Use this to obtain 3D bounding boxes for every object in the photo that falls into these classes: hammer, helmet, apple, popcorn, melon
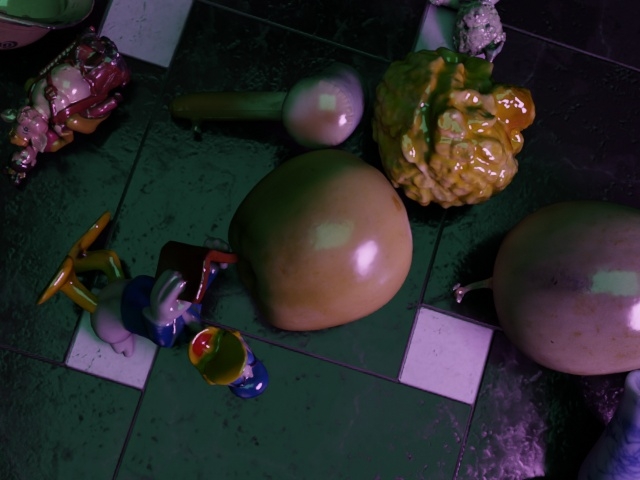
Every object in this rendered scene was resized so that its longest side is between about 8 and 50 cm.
[{"bbox_3d":[-0.086,-0.201,1.249,0.305,0.202,0.113,0,107,12],"label":"hammer"},{"bbox_3d":[-0.481,-0.348,1.237,0.258,0.137,0.204,29,41,-8],"label":"helmet"},{"bbox_3d":[0.000,0.000,1.161,0.262,0.262,0.262,1,81,-5],"label":"apple"},{"bbox_3d":[0.194,-0.183,1.244,0.237,0.206,0.251,16,62,14],"label":"popcorn"},{"bbox_3d":[0.386,0.068,1.188,0.308,0.272,0.271,22,79,30],"label":"melon"}]

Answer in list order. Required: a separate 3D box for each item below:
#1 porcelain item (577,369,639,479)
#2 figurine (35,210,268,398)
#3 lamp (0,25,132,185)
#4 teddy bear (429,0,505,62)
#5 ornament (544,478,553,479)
[{"bbox_3d":[0.449,0.313,1.190,0.141,0.141,0.259,3,114,-5],"label":"porcelain item"},{"bbox_3d":[-0.188,0.092,1.172,0.338,0.283,0.204,43,39,-15],"label":"figurine"},{"bbox_3d":[-0.392,-0.198,1.234,0.118,0.118,0.253,43,79,2],"label":"lamp"},{"bbox_3d":[0.242,-0.392,1.334,0.133,0.111,0.213,-6,107,15],"label":"teddy bear"},{"bbox_3d":[0.300,0.491,1.209,0.202,0.080,0.236,-16,83,-11],"label":"ornament"}]
